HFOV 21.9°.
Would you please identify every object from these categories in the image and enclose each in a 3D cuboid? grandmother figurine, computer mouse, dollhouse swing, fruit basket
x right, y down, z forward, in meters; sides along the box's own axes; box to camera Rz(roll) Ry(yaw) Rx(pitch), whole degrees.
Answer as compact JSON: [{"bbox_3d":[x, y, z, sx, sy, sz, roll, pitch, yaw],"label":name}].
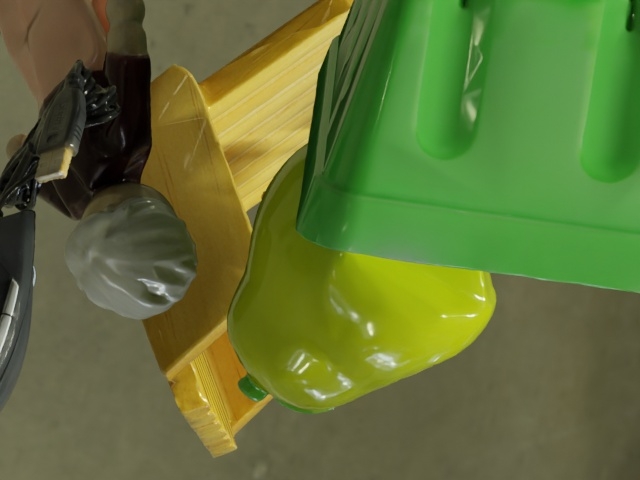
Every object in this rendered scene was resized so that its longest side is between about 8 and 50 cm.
[{"bbox_3d":[-0.169,-0.101,1.209,0.104,0.342,0.208,-7,152,-26],"label":"grandmother figurine"},{"bbox_3d":[-0.177,0.020,0.966,0.060,0.184,0.262,28,50,-14],"label":"computer mouse"},{"bbox_3d":[-0.027,-0.013,1.554,0.347,0.305,0.315,80,-11,-71],"label":"dollhouse swing"},{"bbox_3d":[0.091,-0.033,1.101,0.392,0.283,0.392,-172,-90,-90],"label":"fruit basket"}]

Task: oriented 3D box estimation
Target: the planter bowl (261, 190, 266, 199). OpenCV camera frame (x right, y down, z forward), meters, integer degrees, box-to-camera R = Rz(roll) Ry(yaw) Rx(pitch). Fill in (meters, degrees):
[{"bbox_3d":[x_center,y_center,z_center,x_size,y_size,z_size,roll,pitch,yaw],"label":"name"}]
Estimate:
[{"bbox_3d":[0.000,0.000,1.538,0.162,0.109,0.162,178,-90,-88],"label":"planter bowl"}]
